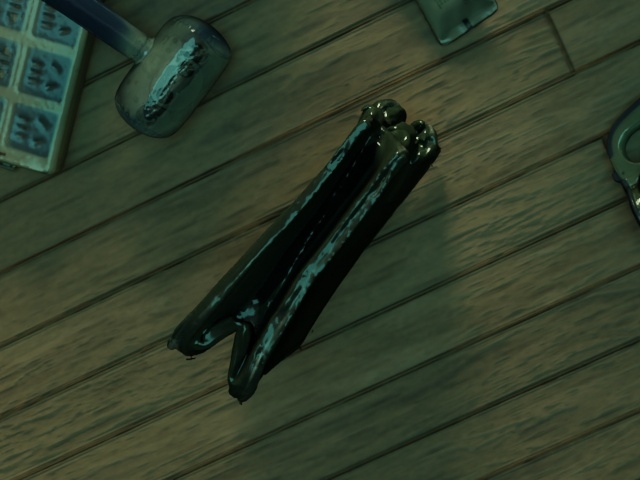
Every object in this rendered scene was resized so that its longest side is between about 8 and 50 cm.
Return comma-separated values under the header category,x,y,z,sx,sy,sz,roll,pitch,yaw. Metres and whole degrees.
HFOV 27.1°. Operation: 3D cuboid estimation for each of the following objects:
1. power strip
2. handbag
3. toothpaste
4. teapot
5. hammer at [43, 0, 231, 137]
category,x,y,z,sx,sy,sz,roll,pitch,yaw
power strip,-0.248,-0.239,1.207,0.106,0.043,0.367,15,98,1
handbag,-0.002,-0.001,1.120,0.079,0.247,0.260,37,100,5
toothpaste,0.074,-0.278,1.184,0.064,0.041,0.218,-33,97,18
teapot,0.315,-0.054,1.163,0.108,0.111,0.149,-29,100,21
hammer,-0.182,-0.181,1.175,0.194,0.069,0.116,35,99,-21
